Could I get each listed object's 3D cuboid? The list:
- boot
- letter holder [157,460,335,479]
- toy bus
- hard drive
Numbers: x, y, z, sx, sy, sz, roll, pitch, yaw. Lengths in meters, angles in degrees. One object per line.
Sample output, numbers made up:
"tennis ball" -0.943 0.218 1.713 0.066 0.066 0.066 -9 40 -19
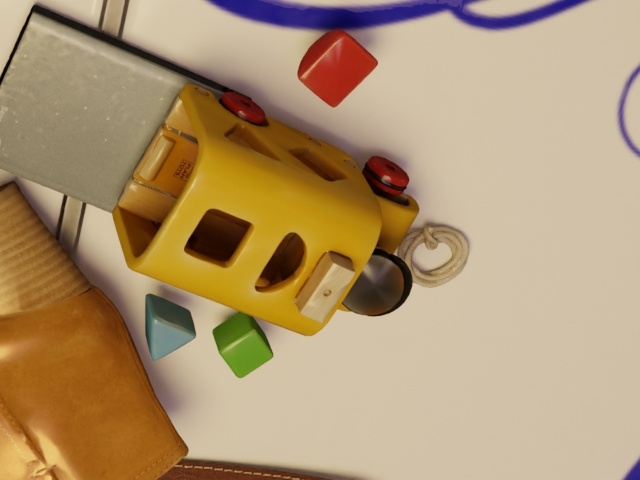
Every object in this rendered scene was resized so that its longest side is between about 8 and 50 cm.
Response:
"boot" -0.242 0.120 0.955 0.295 0.104 0.211 -28 100 -2
"letter holder" -0.118 0.262 1.052 0.302 0.214 0.152 4 147 -9
"toy bus" -0.013 0.000 0.924 0.202 0.104 0.191 -20 123 -4
"hard drive" -0.119 -0.065 0.943 0.135 0.022 0.094 22 112 -17
